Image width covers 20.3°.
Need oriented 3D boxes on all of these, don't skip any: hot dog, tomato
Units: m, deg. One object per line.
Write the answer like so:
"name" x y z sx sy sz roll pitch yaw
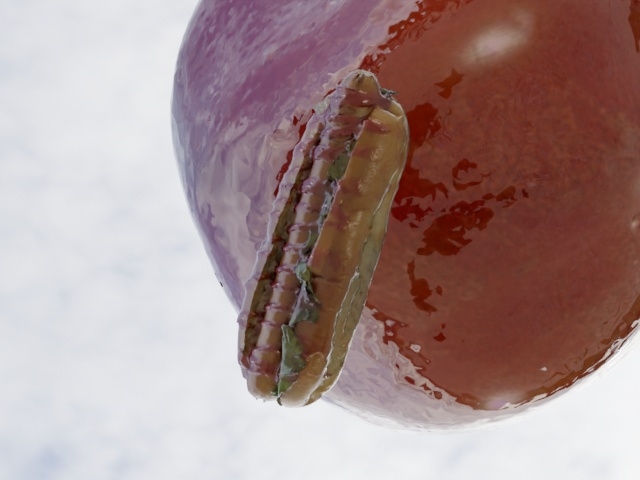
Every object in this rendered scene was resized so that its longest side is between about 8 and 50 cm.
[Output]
"hot dog" -0.001 -0.001 0.729 0.038 0.062 0.144 9 -75 -34
"tomato" 0.067 -0.060 0.997 0.289 0.325 0.293 -25 -51 8
